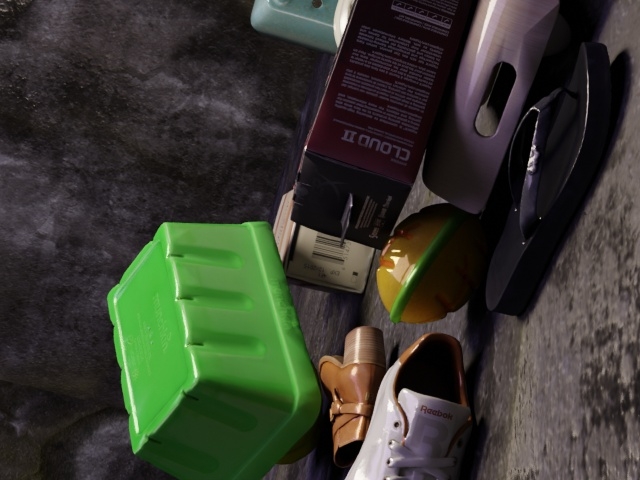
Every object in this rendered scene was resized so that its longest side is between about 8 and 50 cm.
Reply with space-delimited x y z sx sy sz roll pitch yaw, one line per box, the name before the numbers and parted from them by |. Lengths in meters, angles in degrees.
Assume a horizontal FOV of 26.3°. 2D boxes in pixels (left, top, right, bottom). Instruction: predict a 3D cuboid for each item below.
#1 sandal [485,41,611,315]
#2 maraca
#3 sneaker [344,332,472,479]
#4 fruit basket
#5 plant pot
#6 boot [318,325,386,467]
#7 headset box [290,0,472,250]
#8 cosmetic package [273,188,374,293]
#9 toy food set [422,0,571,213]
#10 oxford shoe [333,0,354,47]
sandal | 0.180 -0.046 1.139 0.097 0.054 0.255 -88 15 -60
maraca | 0.121 0.010 1.348 0.186 0.099 0.127 -48 -10 -39
sneaker | 0.075 0.208 1.229 0.123 0.105 0.290 110 173 -53
fruit basket | -0.097 0.186 1.922 0.283 0.392 0.392 -49 20 30
plant pot | 0.024 -0.400 2.075 0.252 0.247 0.247 -43 -31 -77
boot | 0.034 0.211 1.701 0.197 0.072 0.152 107 168 -61
headset box | 0.059 -0.137 1.352 0.218 0.110 0.293 107 -178 -72
cosmetic package | 0.000 0.000 2.139 0.296 0.129 0.153 157 126 -82
toy food set | 0.182 -0.184 1.351 0.306 0.092 0.220 -72 -1 -64
oxford shoe | 0.152 -0.432 1.913 0.130 0.169 0.449 1 62 40
